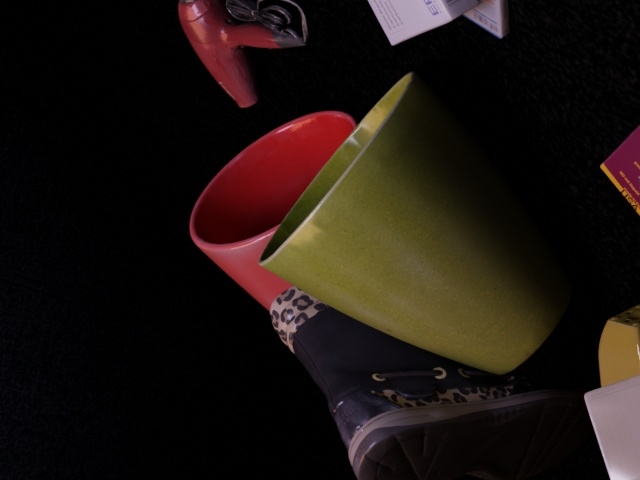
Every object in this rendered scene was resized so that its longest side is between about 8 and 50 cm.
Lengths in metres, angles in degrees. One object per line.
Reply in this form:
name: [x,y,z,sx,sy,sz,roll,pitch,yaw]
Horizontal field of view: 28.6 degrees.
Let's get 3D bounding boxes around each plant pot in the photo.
plant pot: [0.338,0.114,1.302,0.081,0.081,0.083,14,125,63]
plant pot: [0.000,0.000,1.696,0.243,0.275,0.275,53,164,-28]
plant pot: [0.129,0.009,1.407,0.293,0.275,0.275,39,162,-6]

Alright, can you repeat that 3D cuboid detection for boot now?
boot: [0.138,0.161,1.531,0.284,0.377,0.138,51,132,41]

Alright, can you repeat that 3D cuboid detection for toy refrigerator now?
toy refrigerator: [0.344,0.205,1.217,0.269,0.094,0.102,37,-144,-60]

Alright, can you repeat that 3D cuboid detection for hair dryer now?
hair dryer: [-0.117,-0.284,1.745,0.223,0.080,0.293,48,160,19]

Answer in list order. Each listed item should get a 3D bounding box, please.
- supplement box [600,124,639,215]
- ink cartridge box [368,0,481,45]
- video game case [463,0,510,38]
supplement box: [0.311,-0.089,0.979,0.081,0.104,0.188,52,161,10]
ink cartridge box: [0.055,-0.312,1.287,0.223,0.045,0.224,61,165,-8]
video game case: [0.136,-0.288,1.216,0.119,0.015,0.166,42,157,37]
